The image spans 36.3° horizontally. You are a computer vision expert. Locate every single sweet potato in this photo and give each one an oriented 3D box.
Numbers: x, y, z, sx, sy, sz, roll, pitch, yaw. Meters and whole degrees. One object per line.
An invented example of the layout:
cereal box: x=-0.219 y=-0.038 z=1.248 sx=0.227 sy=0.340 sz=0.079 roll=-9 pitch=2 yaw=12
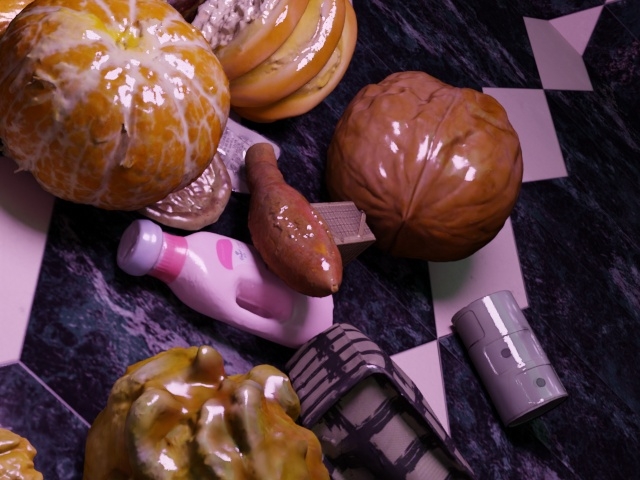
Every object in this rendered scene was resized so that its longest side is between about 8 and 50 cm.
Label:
sweet potato: x=-0.062 y=-0.039 z=1.474 sx=0.109 sy=0.109 sz=0.385 roll=19 pitch=26 yaw=-36

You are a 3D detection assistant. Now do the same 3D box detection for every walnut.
walnut: x=0.188 y=-0.130 z=1.782 sx=0.354 sy=0.307 sz=0.398 roll=17 pitch=33 yaw=12

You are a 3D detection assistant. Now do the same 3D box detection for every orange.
orange: x=-0.288 y=-0.195 z=1.345 sx=0.329 sy=0.249 sz=0.329 roll=19 pitch=51 yaw=-26

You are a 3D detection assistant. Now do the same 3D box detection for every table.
table: x=0.342 y=0.215 z=1.772 sx=0.126 sy=0.126 sz=0.220 roll=1 pitch=56 yaw=-47

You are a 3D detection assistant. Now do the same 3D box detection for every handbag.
handbag: x=0.100 y=0.283 z=1.307 sx=0.327 sy=0.162 sz=0.325 roll=48 pitch=-1 yaw=-7

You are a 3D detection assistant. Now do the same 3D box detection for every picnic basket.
picnic basket: x=0.000 y=0.000 z=1.610 sx=0.164 sy=0.115 sz=0.079 roll=-7 pitch=61 yaw=-51

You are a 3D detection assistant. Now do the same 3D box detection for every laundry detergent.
laundry detergent: x=-0.135 y=0.060 z=1.430 sx=0.335 sy=0.088 sz=0.159 roll=22 pitch=37 yaw=-32

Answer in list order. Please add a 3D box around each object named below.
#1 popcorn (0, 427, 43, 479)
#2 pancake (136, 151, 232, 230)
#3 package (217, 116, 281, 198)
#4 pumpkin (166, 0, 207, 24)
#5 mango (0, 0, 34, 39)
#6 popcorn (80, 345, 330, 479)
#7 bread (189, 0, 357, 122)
popcorn: x=-0.344 y=0.262 z=0.961 sx=0.167 sy=0.149 sz=0.152 roll=-44 pitch=128 yaw=-40
pancake: x=-0.241 y=-0.109 z=1.516 sx=0.235 sy=0.029 sz=0.211 roll=11 pitch=53 yaw=-33
package: x=-0.177 y=-0.169 z=1.648 sx=0.232 sy=0.040 sz=0.166 roll=31 pitch=43 yaw=-14
pumpkin: x=-0.223 y=-0.439 z=1.767 sx=0.130 sy=0.149 sz=0.254 roll=43 pitch=33 yaw=5
mango: x=-0.490 y=-0.326 z=1.393 sx=0.262 sy=0.109 sz=0.157 roll=-11 pitch=71 yaw=-36
popcorn: x=-0.152 y=0.277 z=1.041 sx=0.326 sy=0.290 sz=0.321 roll=-8 pitch=64 yaw=-18
bread: x=-0.068 y=-0.361 z=1.716 sx=0.270 sy=0.211 sz=0.315 roll=44 pitch=73 yaw=-33
